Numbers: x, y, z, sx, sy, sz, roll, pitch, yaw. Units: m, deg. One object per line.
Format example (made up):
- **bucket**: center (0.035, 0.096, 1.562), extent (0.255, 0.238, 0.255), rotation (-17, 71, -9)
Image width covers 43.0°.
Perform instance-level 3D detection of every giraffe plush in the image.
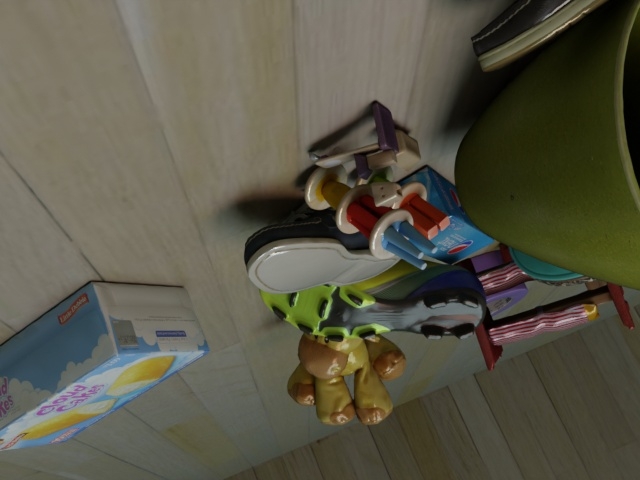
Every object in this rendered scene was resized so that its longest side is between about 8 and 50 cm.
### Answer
- **giraffe plush**: center (0.028, 0.151, 1.172), extent (0.182, 0.210, 0.170), rotation (-1, 159, 10)

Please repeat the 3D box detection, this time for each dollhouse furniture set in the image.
- **dollhouse furniture set**: center (0.046, -0.064, 0.773), extent (0.081, 0.090, 0.114), rotation (-15, 169, 23)
- **dollhouse furniture set**: center (0.346, 0.062, 1.228), extent (0.201, 0.152, 0.374), rotation (-21, 176, 20)

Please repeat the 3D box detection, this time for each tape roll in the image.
- **tape roll**: center (0.269, 0.097, 1.457), extent (0.189, 0.080, 0.189), rotation (-22, 162, -8)

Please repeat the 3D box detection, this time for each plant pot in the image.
- **plant pot**: center (0.259, -0.074, 0.726), extent (0.275, 0.274, 0.293), rotation (-15, -179, -25)

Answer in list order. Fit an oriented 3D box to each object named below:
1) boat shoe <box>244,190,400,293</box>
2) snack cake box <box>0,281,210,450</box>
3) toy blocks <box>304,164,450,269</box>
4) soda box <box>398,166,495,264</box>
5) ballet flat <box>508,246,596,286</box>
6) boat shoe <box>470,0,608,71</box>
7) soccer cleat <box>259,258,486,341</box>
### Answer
- **boat shoe**: center (0.000, 0.000, 0.874), extent (0.095, 0.079, 0.255), rotation (-38, 159, 32)
- **snack cake box**: center (-0.279, 0.148, 0.928), extent (0.264, 0.089, 0.152), rotation (-33, 160, 24)
- **toy blocks**: center (0.074, -0.023, 0.786), extent (0.123, 0.148, 0.054), rotation (-6, 123, -42)
- **soda box**: center (0.147, -0.025, 0.998), extent (0.071, 0.067, 0.210), rotation (-30, 160, 18)
- **ballet flat**: center (0.397, -0.121, 0.866), extent (0.182, 0.164, 0.482), rotation (-21, 154, -40)
- **boat shoe**: center (0.192, -0.205, 0.560), extent (0.224, 0.073, 0.080), rotation (-35, -176, 20)
- **soccer cleat**: center (0.066, 0.067, 1.038), extent (0.289, 0.121, 0.093), rotation (5, 116, -4)
